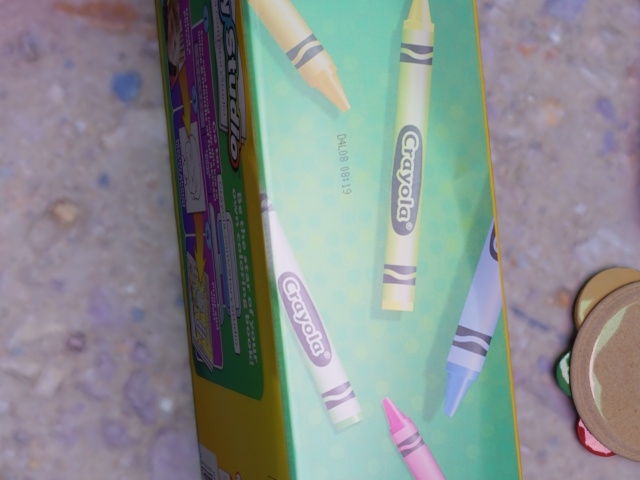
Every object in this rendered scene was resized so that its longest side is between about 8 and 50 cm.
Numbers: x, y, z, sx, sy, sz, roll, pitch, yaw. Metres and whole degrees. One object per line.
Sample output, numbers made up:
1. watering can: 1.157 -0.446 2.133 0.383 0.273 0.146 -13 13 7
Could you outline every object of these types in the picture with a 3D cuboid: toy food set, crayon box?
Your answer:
1. toy food set: 0.143 0.057 0.713 0.083 0.020 0.082 17 86 -15
2. crayon box: 0.000 0.000 0.601 0.081 0.165 0.278 -6 91 -15
